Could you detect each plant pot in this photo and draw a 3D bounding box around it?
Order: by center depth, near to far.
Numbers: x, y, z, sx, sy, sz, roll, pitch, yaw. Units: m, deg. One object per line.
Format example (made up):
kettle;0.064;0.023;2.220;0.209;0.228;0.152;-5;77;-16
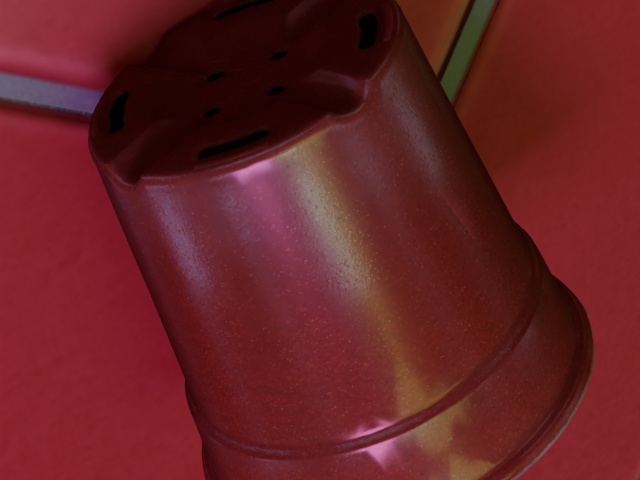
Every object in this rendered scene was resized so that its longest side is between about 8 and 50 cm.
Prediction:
plant pot;0.000;0.000;1.177;0.272;0.272;0.265;-34;123;-13
